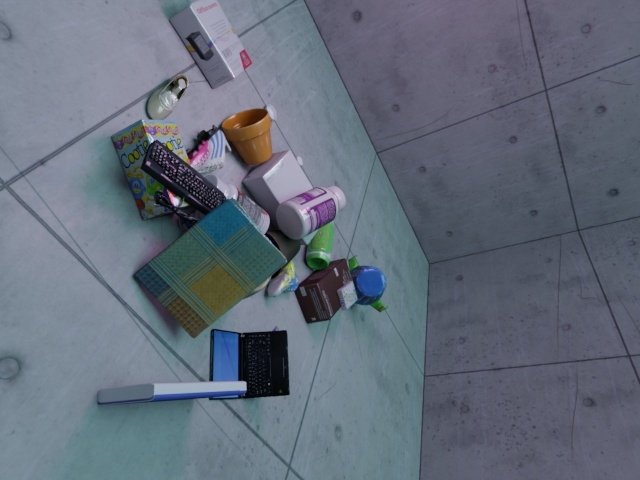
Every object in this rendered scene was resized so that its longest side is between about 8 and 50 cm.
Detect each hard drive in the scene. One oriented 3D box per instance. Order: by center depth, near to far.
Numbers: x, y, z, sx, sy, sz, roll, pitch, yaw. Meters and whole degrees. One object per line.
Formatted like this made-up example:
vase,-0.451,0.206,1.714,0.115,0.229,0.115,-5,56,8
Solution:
hard drive,-0.385,0.408,1.120,0.319,0.210,0.040,27,53,-55

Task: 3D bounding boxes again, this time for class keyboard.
keyboard,-0.407,-0.147,1.267,0.317,0.033,0.201,41,43,-45

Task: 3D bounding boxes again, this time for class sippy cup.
sippy cup,0.263,0.240,2.318,0.224,0.306,0.240,106,8,-77

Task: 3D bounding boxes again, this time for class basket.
basket,-0.186,0.035,1.772,0.227,0.154,0.204,-33,110,-66

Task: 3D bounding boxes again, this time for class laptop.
laptop,-0.242,0.428,1.458,0.136,0.265,0.234,105,-18,-68

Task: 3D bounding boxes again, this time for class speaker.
speaker,0.000,0.000,2.155,0.131,0.131,0.296,48,37,-41

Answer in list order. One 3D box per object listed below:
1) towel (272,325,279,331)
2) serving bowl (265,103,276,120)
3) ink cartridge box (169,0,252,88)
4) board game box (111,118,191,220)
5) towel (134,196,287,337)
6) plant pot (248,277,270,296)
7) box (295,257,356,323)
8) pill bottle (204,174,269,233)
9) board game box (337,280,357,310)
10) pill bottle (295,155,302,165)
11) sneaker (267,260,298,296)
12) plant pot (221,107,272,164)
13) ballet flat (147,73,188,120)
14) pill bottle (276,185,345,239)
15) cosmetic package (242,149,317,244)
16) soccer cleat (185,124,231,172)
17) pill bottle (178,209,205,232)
towel,-0.185,0.399,1.721,0.060,0.009,0.083,66,28,-14
serving bowl,-0.259,-0.652,2.130,0.083,0.027,0.083,39,44,-49
ink cartridge box,-0.450,-0.835,1.759,0.306,0.131,0.226,57,32,-26
board game box,-0.507,-0.222,1.307,0.144,0.142,0.275,-30,102,-62
towel,-0.326,0.080,1.266,0.271,0.370,0.040,51,-9,-9
plant pot,-0.274,0.085,1.414,0.284,0.191,0.284,-23,119,-51
box,0.034,0.241,2.080,0.381,0.143,0.191,-35,108,-60
pill bottle,-0.335,-0.113,1.550,0.283,0.161,0.161,42,41,-47
board game box,0.136,0.274,2.078,0.154,0.026,0.103,-23,99,-63
pill bottle,-0.150,-0.382,2.090,0.065,0.116,0.065,38,44,-48
sneaker,-0.147,0.193,1.815,0.126,0.091,0.240,62,29,-23
plant pot,-0.295,-0.438,1.790,0.205,0.205,0.188,-72,153,-48
ballet flat,-0.535,-0.517,1.482,0.086,0.086,0.248,52,35,-37
pill bottle,-0.031,-0.132,1.781,0.302,0.169,0.169,-30,103,-41
cosmetic package,-0.148,-0.189,1.889,0.217,0.156,0.385,-54,127,-30
soccer cleat,-0.420,-0.303,1.543,0.143,0.116,0.331,56,32,-30
pill bottle,-0.418,-0.071,1.417,0.067,0.120,0.067,39,43,-49
